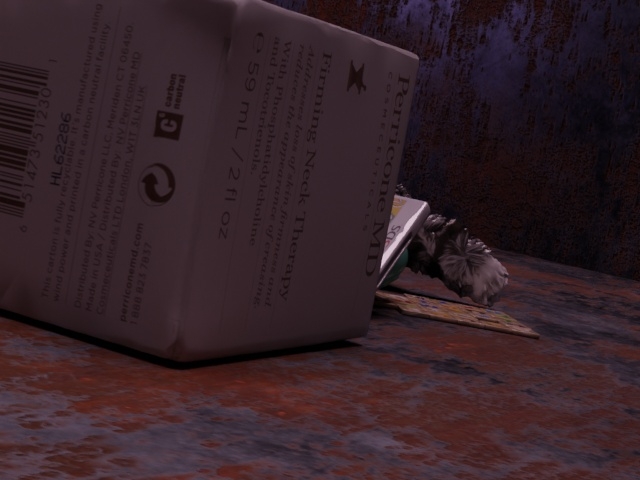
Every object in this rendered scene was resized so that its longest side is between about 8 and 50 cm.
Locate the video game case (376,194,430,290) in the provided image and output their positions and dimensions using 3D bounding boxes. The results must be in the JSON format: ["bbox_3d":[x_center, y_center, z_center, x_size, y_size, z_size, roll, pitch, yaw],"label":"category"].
[{"bbox_3d":[0.000,0.000,1.801,0.227,0.026,0.206,14,49,30],"label":"video game case"}]

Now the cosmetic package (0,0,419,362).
[{"bbox_3d":[-0.144,-0.081,1.387,0.327,0.329,0.394,13,5,26],"label":"cosmetic package"}]

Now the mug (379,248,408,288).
[{"bbox_3d":[0.044,0.028,1.898,0.158,0.097,0.129,-24,3,10],"label":"mug"}]

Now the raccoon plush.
[{"bbox_3d":[0.066,0.009,2.225,0.446,0.216,0.299,41,-8,4],"label":"raccoon plush"}]

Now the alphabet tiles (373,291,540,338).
[{"bbox_3d":[0.175,0.100,1.947,0.237,0.009,0.198,11,5,-8],"label":"alphabet tiles"}]
